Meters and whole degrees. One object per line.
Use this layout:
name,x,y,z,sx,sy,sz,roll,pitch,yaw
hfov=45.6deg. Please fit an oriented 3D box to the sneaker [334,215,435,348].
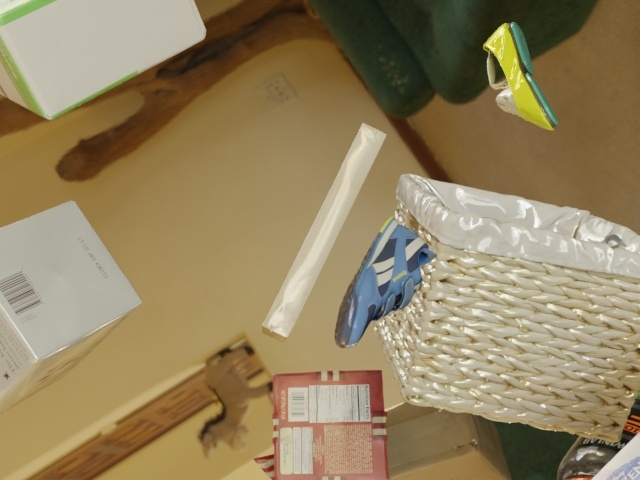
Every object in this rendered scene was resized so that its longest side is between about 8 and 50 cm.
sneaker,0.058,0.041,0.676,0.059,0.144,0.053,31,145,2

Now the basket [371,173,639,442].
basket,0.260,0.078,1.079,0.328,0.331,0.266,-109,32,-75

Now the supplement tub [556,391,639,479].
supplement tub,0.567,0.406,1.376,0.207,0.338,0.207,25,132,32

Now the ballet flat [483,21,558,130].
ballet flat,0.316,-0.254,1.234,0.077,0.077,0.231,30,-140,-46

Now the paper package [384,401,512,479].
paper package,0.253,0.501,1.761,0.325,0.309,0.168,48,-154,-48

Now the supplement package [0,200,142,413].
supplement package,-0.329,0.089,0.834,0.139,0.134,0.244,55,134,4

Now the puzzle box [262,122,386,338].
puzzle box,0.000,0.000,1.446,0.052,0.409,0.272,26,169,0

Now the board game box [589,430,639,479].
board game box,0.397,0.298,0.725,0.318,0.318,0.066,46,-179,-17

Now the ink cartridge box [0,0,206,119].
ink cartridge box,-0.287,-0.249,0.859,0.273,0.198,0.115,26,145,50

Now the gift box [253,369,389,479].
gift box,-0.003,0.388,1.564,0.258,0.276,0.255,89,-176,-69
